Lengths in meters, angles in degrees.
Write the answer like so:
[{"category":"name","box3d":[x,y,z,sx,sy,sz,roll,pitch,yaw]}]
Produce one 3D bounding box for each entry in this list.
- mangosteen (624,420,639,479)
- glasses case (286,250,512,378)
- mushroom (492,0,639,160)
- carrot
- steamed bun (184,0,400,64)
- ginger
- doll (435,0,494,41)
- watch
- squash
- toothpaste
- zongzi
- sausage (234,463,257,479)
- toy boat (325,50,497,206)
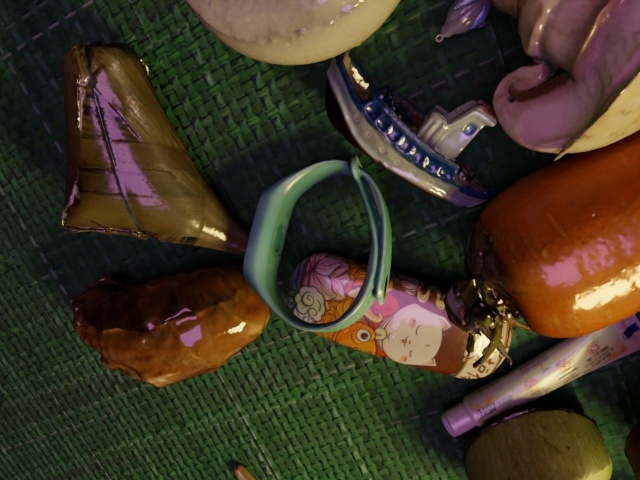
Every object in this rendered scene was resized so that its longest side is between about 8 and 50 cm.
[{"category":"mangosteen","box3d":[0.590,0.286,0.518,0.435,0.382,0.382,32,111,9]},{"category":"glasses case","box3d":[0.109,0.105,0.677,0.321,0.082,0.122,16,105,5]},{"category":"mushroom","box3d":[0.291,-0.218,0.468,0.189,0.195,0.254,-10,139,-27]},{"category":"carrot","box3d":[0.292,0.008,0.558,0.331,0.214,0.193,-30,79,10]},{"category":"steamed bun","box3d":[-0.021,-0.332,0.499,0.283,0.177,0.283,4,104,17]},{"category":"ginger","box3d":[-0.233,0.124,0.698,0.321,0.172,0.165,-4,145,10]},{"category":"doll","box3d":[0.184,-0.278,0.560,0.114,0.039,0.057,-44,131,9]},{"category":"watch","box3d":[0.000,0.000,0.623,0.195,0.068,0.237,9,78,19]},{"category":"squash","box3d":[0.331,0.353,0.687,0.220,0.133,0.220,-4,124,-6]},{"category":"toothpaste","box3d":[0.321,0.202,0.694,0.314,0.058,0.056,-35,59,15]},{"category":"zongzi","box3d":[-0.196,-0.117,0.642,0.289,0.123,0.260,9,107,-4]},{"category":"sausage","box3d":[-0.114,0.463,0.866,0.024,0.024,0.132,-36,100,18]},{"category":"toy boat","box3d":[0.117,-0.145,0.572,0.262,0.114,0.115,32,120,0]}]
